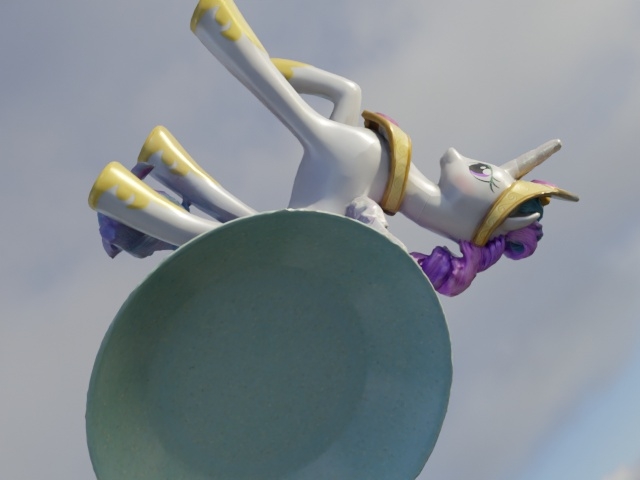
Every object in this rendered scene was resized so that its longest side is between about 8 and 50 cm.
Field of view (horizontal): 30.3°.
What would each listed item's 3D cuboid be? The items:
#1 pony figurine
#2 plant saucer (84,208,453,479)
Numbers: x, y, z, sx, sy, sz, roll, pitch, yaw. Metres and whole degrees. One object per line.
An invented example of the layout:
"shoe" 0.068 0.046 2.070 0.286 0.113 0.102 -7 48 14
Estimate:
"pony figurine" 0.000 0.000 1.003 0.351 0.363 0.303 -62 -3 -12
"plant saucer" -0.026 0.075 0.603 0.195 0.037 0.195 -6 -74 -21
